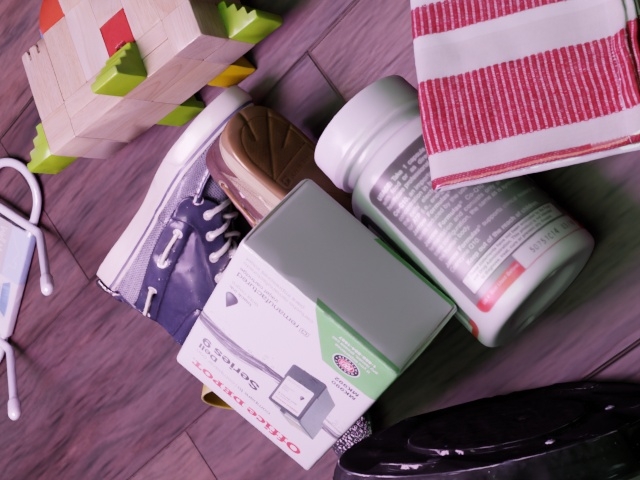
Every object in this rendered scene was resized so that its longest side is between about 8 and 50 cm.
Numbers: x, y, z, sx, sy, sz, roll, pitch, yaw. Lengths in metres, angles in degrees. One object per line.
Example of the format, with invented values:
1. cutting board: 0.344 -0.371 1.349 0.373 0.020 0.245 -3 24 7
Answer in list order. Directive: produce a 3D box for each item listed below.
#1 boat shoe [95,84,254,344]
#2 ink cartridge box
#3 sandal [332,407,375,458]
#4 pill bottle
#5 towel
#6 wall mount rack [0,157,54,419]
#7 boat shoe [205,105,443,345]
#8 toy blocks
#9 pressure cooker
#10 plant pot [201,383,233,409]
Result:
1. boat shoe: -0.137 -0.023 1.642 0.158 0.127 0.340 40 123 6
2. ink cartridge box: -0.014 0.102 1.437 0.211 0.121 0.289 40 145 5
3. sandal: 0.034 0.184 1.611 0.067 0.040 0.179 -21 74 30
4. pill bottle: 0.138 -0.038 1.410 0.283 0.161 0.161 46 121 18
5. towel: 0.199 -0.228 1.314 0.237 0.037 0.329 -12 73 26
6. wall mount rack: -0.467 0.073 1.866 0.304 0.130 0.350 31 117 25
7. boat shoe: 0.000 0.000 1.522 0.342 0.123 0.123 43 142 -6
8. toy blocks: -0.247 -0.284 1.632 0.381 0.190 0.261 -32 70 34
9. pressure cooker: 0.215 0.381 1.320 0.369 0.375 0.421 -13 92 33
10. plant pot: -0.079 0.150 1.632 0.134 0.134 0.095 -15 65 36
